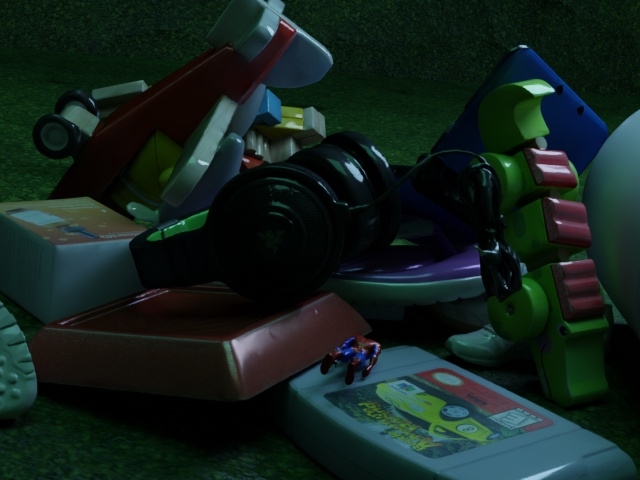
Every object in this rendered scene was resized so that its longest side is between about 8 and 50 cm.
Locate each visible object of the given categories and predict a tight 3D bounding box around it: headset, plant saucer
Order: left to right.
[{"bbox_3d":[-0.119,0.085,1.158,0.259,0.048,0.258,3,11,28],"label":"plant saucer"},{"bbox_3d":[0.000,0.000,1.200,0.394,0.185,0.243,-13,9,33],"label":"headset"}]

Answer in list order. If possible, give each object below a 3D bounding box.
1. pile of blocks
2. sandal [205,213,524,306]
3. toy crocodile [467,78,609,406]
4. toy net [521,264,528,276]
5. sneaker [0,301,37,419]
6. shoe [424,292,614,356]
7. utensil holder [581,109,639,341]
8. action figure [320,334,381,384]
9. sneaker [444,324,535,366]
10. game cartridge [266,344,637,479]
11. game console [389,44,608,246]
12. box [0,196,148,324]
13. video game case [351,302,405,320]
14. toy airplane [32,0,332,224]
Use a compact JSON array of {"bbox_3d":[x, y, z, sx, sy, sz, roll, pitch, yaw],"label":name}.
[{"bbox_3d":[-0.164,-0.161,1.853,0.362,0.113,0.149,1,-26,-11],"label":"pile of blocks"},{"bbox_3d":[0.028,0.007,1.384,0.416,0.102,0.169,0,16,-3],"label":"sandal"},{"bbox_3d":[0.233,0.001,1.258,0.115,0.341,0.105,0,-17,-36],"label":"toy crocodile"},{"bbox_3d":[0.213,0.045,1.552,0.232,0.045,0.122,-1,17,-29],"label":"toy net"},{"bbox_3d":[-0.335,0.088,1.084,0.235,0.095,0.090,34,58,22],"label":"sneaker"},{"bbox_3d":[0.229,0.081,1.404,0.219,0.058,0.076,12,16,16],"label":"shoe"},{"bbox_3d":[0.458,0.005,1.290,0.327,0.328,0.385,7,14,-1],"label":"utensil holder"},{"bbox_3d":[0.030,0.105,1.098,0.038,0.030,0.115,17,13,15],"label":"action figure"},{"bbox_3d":[0.204,0.101,1.320,0.152,0.061,0.053,-1,19,-22],"label":"sneaker"},{"bbox_3d":[0.096,0.168,1.052,0.196,0.060,0.294,-12,24,-39],"label":"game cartridge"},{"bbox_3d":[0.167,-0.102,1.447,0.250,0.173,0.293,5,-13,34],"label":"game console"},{"bbox_3d":[-0.275,0.019,1.341,0.130,0.091,0.170,-6,20,-39],"label":"box"},{"bbox_3d":[-0.009,0.053,1.466,0.190,0.022,0.173,4,16,-10],"label":"video game case"},{"bbox_3d":[-0.143,-0.138,1.580,0.386,0.272,0.384,-43,19,-31],"label":"toy airplane"}]
